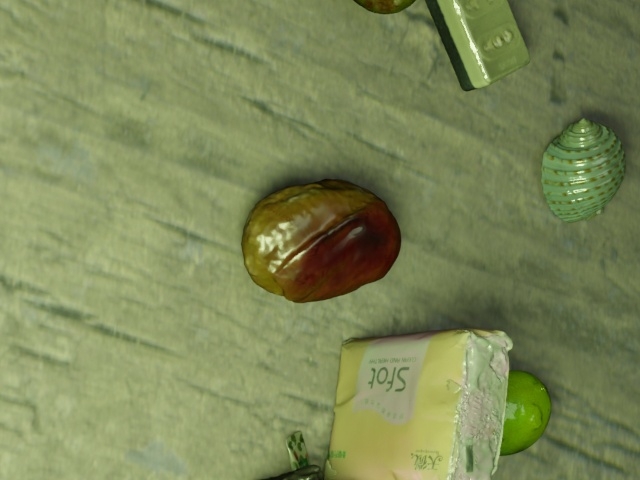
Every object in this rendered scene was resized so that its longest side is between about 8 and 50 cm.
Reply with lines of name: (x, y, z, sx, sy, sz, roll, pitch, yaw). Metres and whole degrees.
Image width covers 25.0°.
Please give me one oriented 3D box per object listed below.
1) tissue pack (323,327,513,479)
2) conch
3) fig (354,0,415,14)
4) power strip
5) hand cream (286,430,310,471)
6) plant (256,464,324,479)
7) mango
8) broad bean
tissue pack: (0.124, 0.222, 1.823, 0.123, 0.256, 0.215, 17, 74, -35)
conch: (0.397, -0.105, 2.161, 0.135, 0.102, 0.153, -17, 94, -21)
fig: (0.073, -0.394, 1.989, 0.133, 0.185, 0.127, 32, 107, -30)
power strip: (0.208, -0.351, 2.081, 0.105, 0.070, 0.257, -30, 99, -35)
hand cream: (-0.017, 0.327, 1.842, 0.057, 0.037, 0.165, -12, 91, -71)
plant: (-0.034, 0.346, 1.732, 0.129, 0.194, 0.132, -29, 101, -39)
mango: (0.244, 0.243, 2.001, 0.178, 0.100, 0.119, -12, 92, -28)
broad bean: (-0.002, 0.001, 1.853, 0.228, 0.122, 0.156, -7, 113, -29)
